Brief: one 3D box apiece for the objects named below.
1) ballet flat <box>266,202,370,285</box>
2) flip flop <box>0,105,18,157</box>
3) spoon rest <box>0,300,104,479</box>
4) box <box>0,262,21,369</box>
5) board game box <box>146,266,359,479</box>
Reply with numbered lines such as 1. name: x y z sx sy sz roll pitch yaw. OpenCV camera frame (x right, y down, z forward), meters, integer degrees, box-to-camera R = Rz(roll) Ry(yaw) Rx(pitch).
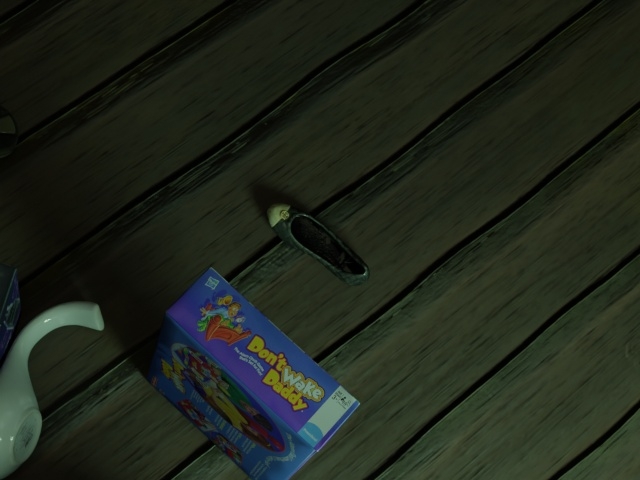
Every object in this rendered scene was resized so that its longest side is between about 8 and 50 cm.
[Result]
1. ballet flat: 0.000 0.000 1.972 0.173 0.049 0.057 35 69 2
2. flip flop: -0.553 -0.163 1.917 0.277 0.080 0.112 11 65 -23
3. spoon rest: -0.380 0.190 1.814 0.084 0.137 0.276 17 54 16
4. box: -0.451 0.117 1.767 0.108 0.207 0.153 16 70 -5
5. board game box: -0.095 0.186 1.736 0.233 0.347 0.078 42 69 4
